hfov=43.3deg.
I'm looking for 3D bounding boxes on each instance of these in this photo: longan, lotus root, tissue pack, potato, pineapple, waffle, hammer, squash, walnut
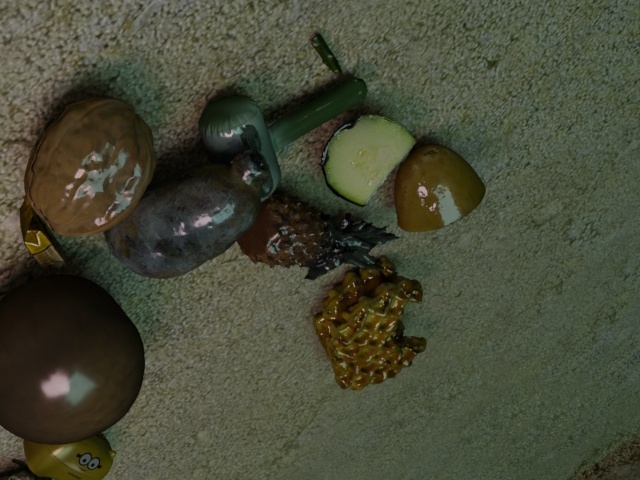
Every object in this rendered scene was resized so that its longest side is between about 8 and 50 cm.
[{"bbox_3d":[-0.458,0.213,1.436,0.319,0.319,0.319,-18,132,-21],"label":"longan"},{"bbox_3d":[-0.228,-0.038,1.409,0.350,0.175,0.175,-26,141,24],"label":"lotus root"},{"bbox_3d":[-0.524,0.444,1.704,0.127,0.123,0.178,-38,136,-1],"label":"tissue pack"},{"bbox_3d":[0.240,-0.131,1.723,0.203,0.178,0.158,-16,120,11],"label":"potato"},{"bbox_3d":[-0.001,0.003,1.672,0.364,0.165,0.165,15,115,-43],"label":"pineapple"},{"bbox_3d":[0.123,0.209,1.924,0.261,0.151,0.324,-27,134,-16],"label":"waffle"},{"bbox_3d":[-0.056,-0.218,1.495,0.335,0.119,0.206,-32,136,-17],"label":"hammer"},{"bbox_3d":[0.069,-0.184,1.611,0.184,0.085,0.192,29,105,-41],"label":"squash"},{"bbox_3d":[-0.370,-0.116,1.309,0.198,0.198,0.245,28,96,-44],"label":"walnut"}]

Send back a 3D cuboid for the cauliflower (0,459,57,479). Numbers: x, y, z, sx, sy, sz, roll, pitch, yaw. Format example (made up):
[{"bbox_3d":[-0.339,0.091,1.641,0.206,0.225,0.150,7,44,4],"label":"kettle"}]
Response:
[{"bbox_3d":[-0.634,0.620,1.672,0.256,0.315,0.239,-19,154,2],"label":"cauliflower"}]

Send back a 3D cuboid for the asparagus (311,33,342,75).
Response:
[{"bbox_3d":[0.012,-0.342,1.491,0.025,0.021,0.108,-37,137,5],"label":"asparagus"}]

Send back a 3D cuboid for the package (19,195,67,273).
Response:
[{"bbox_3d":[-0.492,-0.009,1.398,0.047,0.071,0.131,-27,137,-8],"label":"package"}]
